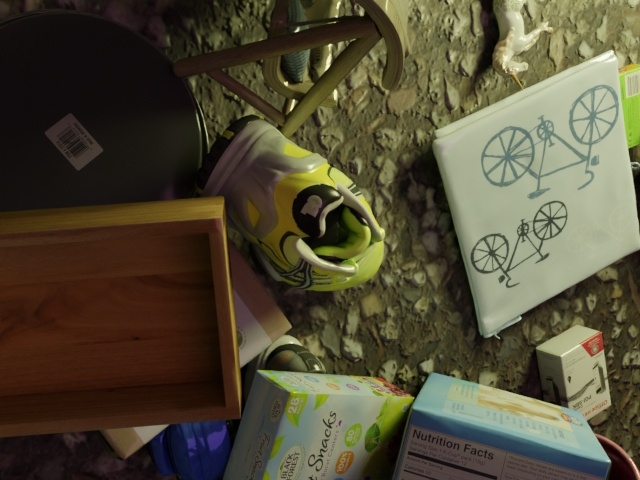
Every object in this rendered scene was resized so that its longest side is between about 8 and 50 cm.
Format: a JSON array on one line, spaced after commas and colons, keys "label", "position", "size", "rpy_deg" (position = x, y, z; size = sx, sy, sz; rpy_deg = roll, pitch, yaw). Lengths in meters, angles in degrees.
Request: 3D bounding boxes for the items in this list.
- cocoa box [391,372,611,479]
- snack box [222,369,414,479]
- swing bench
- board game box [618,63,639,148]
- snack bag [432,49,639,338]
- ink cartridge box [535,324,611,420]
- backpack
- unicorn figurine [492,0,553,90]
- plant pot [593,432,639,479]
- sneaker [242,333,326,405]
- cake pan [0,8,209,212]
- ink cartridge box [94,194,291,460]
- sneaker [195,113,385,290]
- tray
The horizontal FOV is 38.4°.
[{"label": "cocoa box", "position": [0.209, 0.316, 1.152], "size": [0.232, 0.347, 0.227], "rpy_deg": [14, 91, 11]}, {"label": "snack box", "position": [-0.004, 0.245, 1.064], "size": [0.207, 0.070, 0.174], "rpy_deg": [11, 99, -42]}, {"label": "swing bench", "position": [0.005, -0.274, 0.944], "size": [0.165, 0.255, 0.253], "rpy_deg": [31, 57, -34]}, {"label": "board game box", "position": [0.404, -0.179, 1.397], "size": [0.260, 0.039, 0.124], "rpy_deg": [-22, 113, -30]}, {"label": "snack bag", "position": [0.330, -0.063, 1.341], "size": [0.323, 0.037, 0.342], "rpy_deg": [-27, 118, -16]}, {"label": "ink cartridge box", "position": [0.404, 0.218, 1.461], "size": [0.099, 0.056, 0.135], "rpy_deg": [-24, 111, -28]}, {"label": "backpack", "position": [-0.149, 0.232, 1.067], "size": [0.101, 0.120, 0.097], "rpy_deg": [-20, 110, -19]}, {"label": "unicorn figurine", "position": [0.276, -0.295, 1.286], "size": [0.111, 0.060, 0.161], "rpy_deg": [-24, 95, -27]}, {"label": "plant pot", "position": [0.422, 0.423, 1.443], "size": [0.201, 0.201, 0.180], "rpy_deg": [-55, 138, -12]}, {"label": "sneaker", "position": [-0.049, 0.259, 1.147], "size": [0.100, 0.108, 0.271], "rpy_deg": [0, 101, -35]}, {"label": "cake pan", "position": [-0.249, -0.099, 0.927], "size": [0.293, 0.054, 0.293], "rpy_deg": [2, 84, -21]}, {"label": "ink cartridge box", "position": [-0.181, 0.091, 1.002], "size": [0.235, 0.088, 0.193], "rpy_deg": [-38, 92, -22]}, {"label": "sneaker", "position": [0.000, 0.000, 1.034], "size": [0.145, 0.147, 0.385], "rpy_deg": [-55, 154, 1]}, {"label": "tray", "position": [-0.287, 0.077, 0.857], "size": [0.411, 0.076, 0.202], "rpy_deg": [-4, 110, -2]}]
